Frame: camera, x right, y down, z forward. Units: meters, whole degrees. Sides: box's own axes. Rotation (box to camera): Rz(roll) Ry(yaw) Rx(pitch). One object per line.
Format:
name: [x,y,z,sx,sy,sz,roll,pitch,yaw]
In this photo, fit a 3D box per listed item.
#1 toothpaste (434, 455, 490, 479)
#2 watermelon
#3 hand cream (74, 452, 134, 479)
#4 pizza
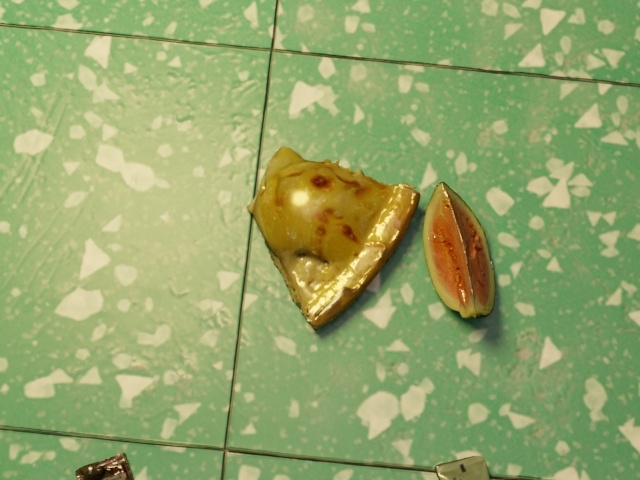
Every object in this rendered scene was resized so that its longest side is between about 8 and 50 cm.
toothpaste: [0.191,0.355,1.291,0.060,0.038,0.233,-15,73,-9]
watermelon: [0.155,0.023,1.363,0.069,0.087,0.163,-20,72,26]
hand cream: [-0.223,0.324,1.294,0.062,0.039,0.163,-19,70,-4]
pizza: [-0.005,-0.008,1.360,0.188,0.080,0.204,25,77,6]
